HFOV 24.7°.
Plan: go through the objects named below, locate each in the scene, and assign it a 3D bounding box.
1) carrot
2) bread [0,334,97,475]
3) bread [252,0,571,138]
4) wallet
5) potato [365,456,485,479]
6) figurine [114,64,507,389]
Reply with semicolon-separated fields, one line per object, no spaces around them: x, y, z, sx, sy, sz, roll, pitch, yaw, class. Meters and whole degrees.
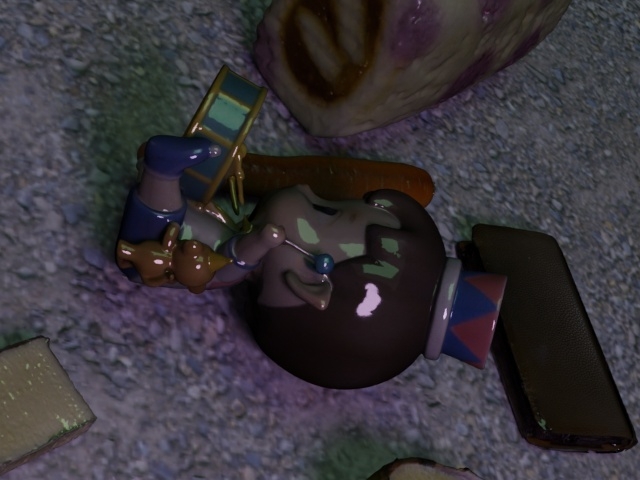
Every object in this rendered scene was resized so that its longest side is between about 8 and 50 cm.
-0.010;-0.048;1.128;0.247;0.043;0.043;4;53;-35;carrot
-0.202;0.106;0.842;0.153;0.028;0.068;-24;72;-49;bread
0.105;-0.213;1.257;0.155;0.187;0.338;47;39;12;bread
0.182;0.078;1.181;0.110;0.031;0.198;9;50;-34;wallet
0.086;0.235;0.927;0.200;0.081;0.164;42;31;-6;potato
-0.005;0.008;0.990;0.275;0.158;0.161;31;1;-12;figurine
